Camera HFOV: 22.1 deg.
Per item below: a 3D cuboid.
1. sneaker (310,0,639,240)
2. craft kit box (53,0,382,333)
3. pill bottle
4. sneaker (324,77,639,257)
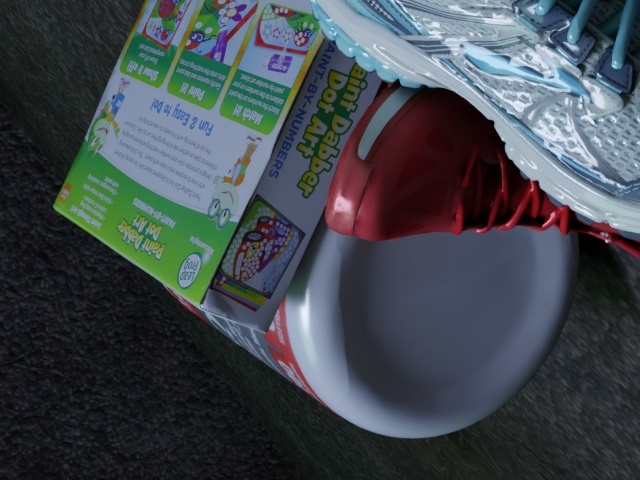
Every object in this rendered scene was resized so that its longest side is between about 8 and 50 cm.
[{"bbox_3d":[0.102,-0.099,0.720,0.283,0.110,0.122,28,155,25],"label":"sneaker"},{"bbox_3d":[-0.057,-0.094,1.024,0.061,0.246,0.250,27,-179,-32],"label":"craft kit box"},{"bbox_3d":[-0.005,-0.017,1.146,0.210,0.210,0.363,55,165,-29],"label":"pill bottle"},{"bbox_3d":[0.107,-0.035,0.829,0.128,0.221,0.087,30,126,24],"label":"sneaker"}]
